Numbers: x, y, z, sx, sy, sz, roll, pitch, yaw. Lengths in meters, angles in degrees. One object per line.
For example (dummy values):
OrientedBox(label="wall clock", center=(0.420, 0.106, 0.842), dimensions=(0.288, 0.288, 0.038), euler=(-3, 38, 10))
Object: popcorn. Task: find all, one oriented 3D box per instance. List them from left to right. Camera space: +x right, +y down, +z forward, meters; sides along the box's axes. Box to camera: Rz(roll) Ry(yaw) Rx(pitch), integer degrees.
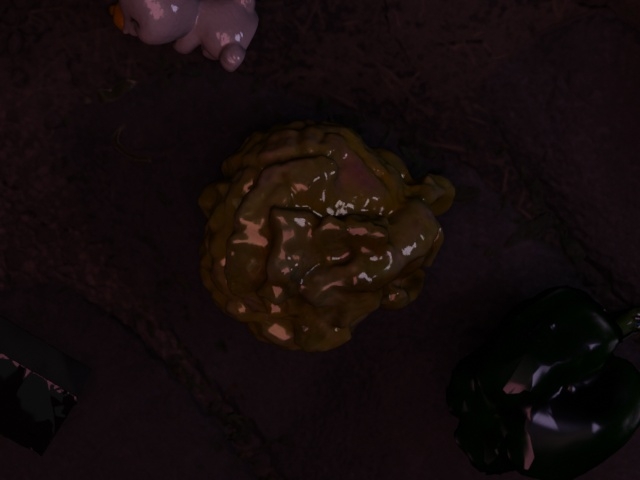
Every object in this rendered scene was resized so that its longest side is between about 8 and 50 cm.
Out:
OrientedBox(label="popcorn", center=(0.000, 0.000, 1.868), dimensions=(0.259, 0.212, 0.259), euler=(4, 112, 10))

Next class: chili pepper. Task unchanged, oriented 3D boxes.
OrientedBox(label="chili pepper", center=(0.250, 0.134, 1.917), dimensions=(0.174, 0.261, 0.165), euler=(59, 144, 1))

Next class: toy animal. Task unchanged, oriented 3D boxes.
OrientedBox(label="toy animal", center=(-0.150, -0.245, 1.845), dimensions=(0.182, 0.131, 0.127), euler=(29, 100, -23))

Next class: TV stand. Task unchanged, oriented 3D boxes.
OrientedBox(label="TV stand", center=(-0.379, 0.113, 1.995), dimensions=(0.269, 0.083, 0.088), euler=(30, 107, -7))
